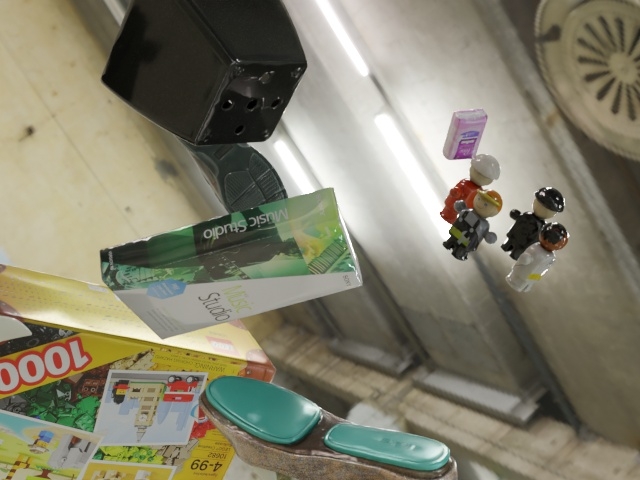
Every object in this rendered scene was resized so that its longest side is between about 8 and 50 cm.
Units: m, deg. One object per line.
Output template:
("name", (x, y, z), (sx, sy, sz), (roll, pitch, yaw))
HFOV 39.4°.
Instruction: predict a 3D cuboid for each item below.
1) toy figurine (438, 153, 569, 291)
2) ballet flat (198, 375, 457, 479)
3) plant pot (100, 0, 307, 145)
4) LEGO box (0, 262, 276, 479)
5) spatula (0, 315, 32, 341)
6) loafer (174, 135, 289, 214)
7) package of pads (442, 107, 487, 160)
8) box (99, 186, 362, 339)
("toy figurine", (0.324, -0.035, 1.560), (0.213, 0.148, 0.209), (29, 25, -6))
("ballet flat", (-0.006, 0.240, 0.972), (0.316, 0.107, 0.106), (14, -67, 32))
("plant pot", (-0.130, -0.218, 1.112), (0.167, 0.187, 0.188), (51, -52, 25))
("LEGO box", (-0.387, 0.280, 1.491), (0.500, 0.372, 0.193), (16, 16, -34))
("spatula", (-0.481, 0.078, 1.034), (0.168, 0.242, 0.019), (72, 10, -46))
("loafer", (-0.133, -0.105, 1.360), (0.267, 0.096, 0.084), (52, -10, 6))
("package of pads", (0.216, -0.159, 1.346), (0.083, 0.050, 0.032), (100, -21, -47))
("box", (-0.113, 0.040, 1.250), (0.232, 0.322, 0.058), (67, 8, -63))
